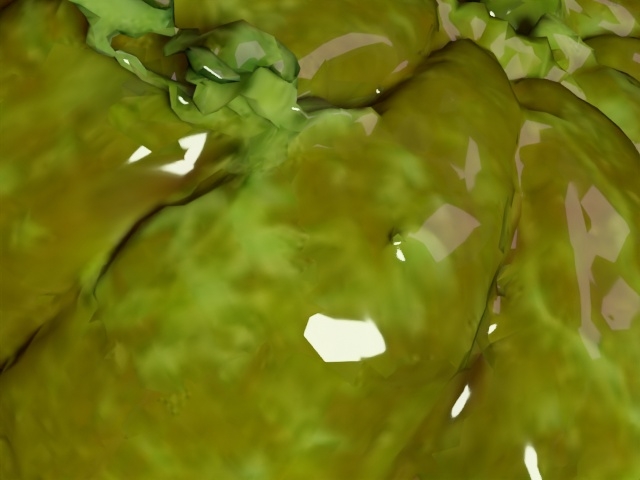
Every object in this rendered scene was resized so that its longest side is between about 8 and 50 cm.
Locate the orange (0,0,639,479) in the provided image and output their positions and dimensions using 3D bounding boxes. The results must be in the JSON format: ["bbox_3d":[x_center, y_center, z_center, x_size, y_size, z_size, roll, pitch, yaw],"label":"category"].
[{"bbox_3d":[0.000,0.000,0.543,0.300,0.223,0.301,33,35,-15],"label":"orange"}]
